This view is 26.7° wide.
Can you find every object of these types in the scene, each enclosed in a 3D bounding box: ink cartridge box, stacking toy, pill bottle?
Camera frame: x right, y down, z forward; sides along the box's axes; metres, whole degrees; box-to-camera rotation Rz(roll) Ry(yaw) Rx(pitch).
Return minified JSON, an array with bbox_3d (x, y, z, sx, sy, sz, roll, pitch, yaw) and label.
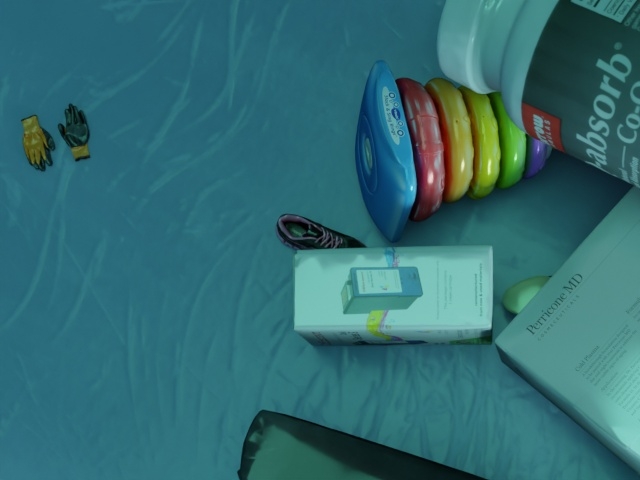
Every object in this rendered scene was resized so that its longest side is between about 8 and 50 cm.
[{"bbox_3d":[0.082,0.064,1.479,0.212,0.154,0.093,1,78,7],"label":"ink cartridge box"},{"bbox_3d":[0.199,-0.114,1.526,0.302,0.165,0.175,-7,66,-9],"label":"stacking toy"},{"bbox_3d":[0.314,-0.172,1.363,0.363,0.210,0.210,29,82,26],"label":"pill bottle"}]

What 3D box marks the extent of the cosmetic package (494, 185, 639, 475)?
[{"bbox_3d":[0.413,0.066,1.408,0.284,0.097,0.377,41,83,21],"label":"cosmetic package"}]

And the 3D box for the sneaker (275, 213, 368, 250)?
[{"bbox_3d":[0.000,0.000,1.556,0.119,0.057,0.047,21,78,11],"label":"sneaker"}]

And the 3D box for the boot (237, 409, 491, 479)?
[{"bbox_3d":[0.091,0.393,1.320,0.445,0.146,0.367,18,68,9],"label":"boot"}]

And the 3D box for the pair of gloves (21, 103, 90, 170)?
[{"bbox_3d":[-0.324,-0.126,1.653,0.083,0.010,0.074,-16,75,3],"label":"pair of gloves"}]

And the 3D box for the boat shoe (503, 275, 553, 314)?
[{"bbox_3d":[0.270,0.060,1.513,0.133,0.042,0.048,-12,78,1],"label":"boat shoe"}]
